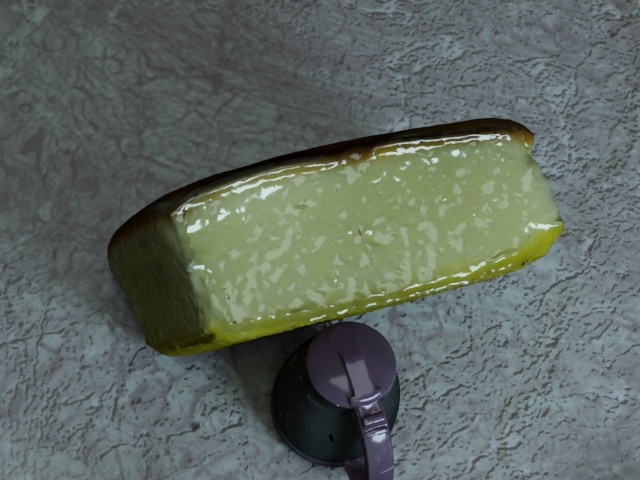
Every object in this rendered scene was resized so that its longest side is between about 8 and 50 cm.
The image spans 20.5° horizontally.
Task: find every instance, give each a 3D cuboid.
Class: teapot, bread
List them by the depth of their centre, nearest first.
[{"bbox_3d":[0.000,0.000,1.515,0.323,0.333,0.143,-14,88,-16],"label":"bread"},{"bbox_3d":[0.016,0.142,1.555,0.116,0.146,0.148,11,65,-3],"label":"teapot"}]
